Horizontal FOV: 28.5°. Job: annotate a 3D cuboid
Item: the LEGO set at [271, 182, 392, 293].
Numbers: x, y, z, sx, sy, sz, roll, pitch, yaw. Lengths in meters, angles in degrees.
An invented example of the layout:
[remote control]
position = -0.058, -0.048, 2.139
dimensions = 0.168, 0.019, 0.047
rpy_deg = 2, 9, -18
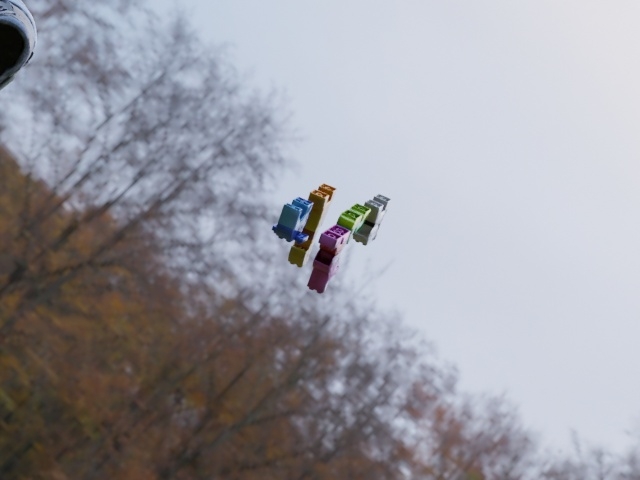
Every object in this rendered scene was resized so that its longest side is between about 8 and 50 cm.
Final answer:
[LEGO set]
position = 0.000, 0.000, 1.422
dimensions = 0.087, 0.093, 0.227
rpy_deg = 24, 19, 12

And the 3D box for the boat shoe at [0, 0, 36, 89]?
[boat shoe]
position = -0.376, -0.117, 1.041
dimensions = 0.102, 0.301, 0.108
rpy_deg = -123, -168, -65
